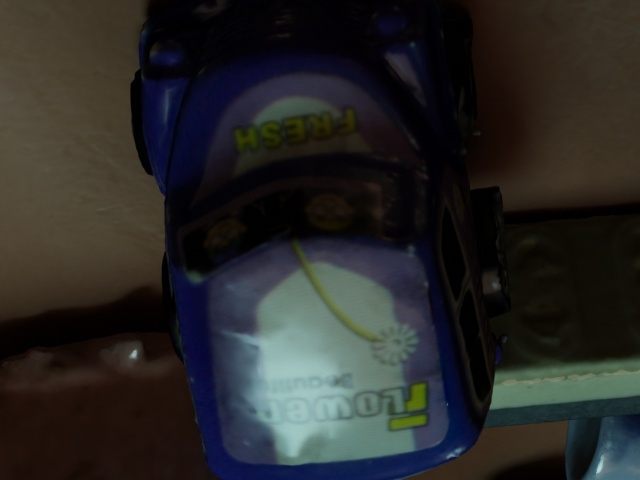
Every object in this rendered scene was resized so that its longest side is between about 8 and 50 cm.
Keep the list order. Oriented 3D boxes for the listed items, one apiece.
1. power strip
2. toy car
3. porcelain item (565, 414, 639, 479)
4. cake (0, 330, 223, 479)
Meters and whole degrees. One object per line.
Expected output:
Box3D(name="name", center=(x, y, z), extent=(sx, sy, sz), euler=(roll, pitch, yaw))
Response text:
Box3D(name="power strip", center=(0.133, 0.043, 0.850), extent=(0.257, 0.105, 0.070), euler=(-5, 148, -1))
Box3D(name="toy car", center=(0.000, 0.000, 0.699), extent=(0.172, 0.158, 0.235), euler=(-8, 117, 6))
Box3D(name="porcelain item", center=(0.296, 0.145, 0.996), extent=(0.259, 0.141, 0.141), euler=(8, 144, -5))
Box3D(name="cake", center=(-0.158, 0.242, 0.932), extent=(0.314, 0.307, 0.293), euler=(-13, 143, 12))
